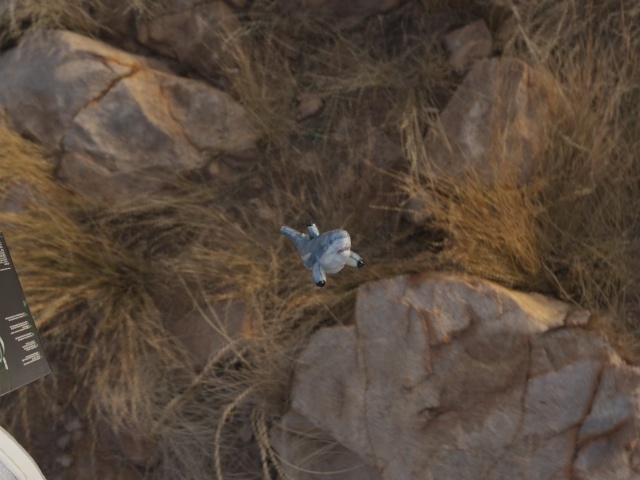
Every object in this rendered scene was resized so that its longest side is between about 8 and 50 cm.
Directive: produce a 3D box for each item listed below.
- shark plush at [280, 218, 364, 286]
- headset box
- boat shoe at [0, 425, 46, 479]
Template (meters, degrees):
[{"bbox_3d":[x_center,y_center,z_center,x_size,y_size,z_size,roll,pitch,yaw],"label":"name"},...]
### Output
[{"bbox_3d":[0.000,0.000,1.028,0.073,0.067,0.161,-21,23,-13],"label":"shark plush"},{"bbox_3d":[-0.584,0.146,1.230,0.131,0.246,0.283,-20,92,15],"label":"headset box"},{"bbox_3d":[-0.291,0.245,0.644,0.118,0.320,0.103,0,33,27],"label":"boat shoe"}]
